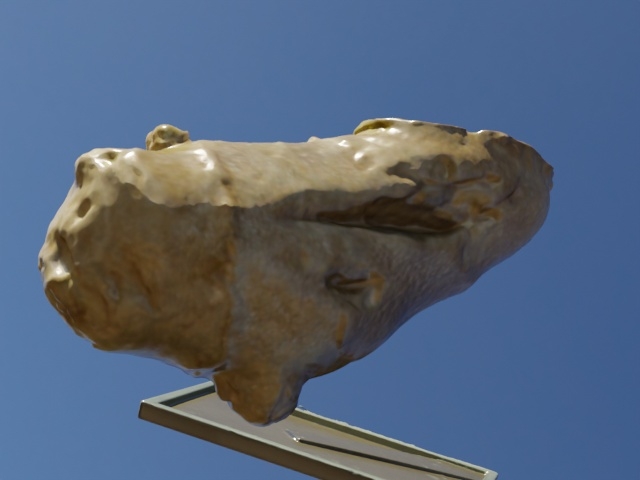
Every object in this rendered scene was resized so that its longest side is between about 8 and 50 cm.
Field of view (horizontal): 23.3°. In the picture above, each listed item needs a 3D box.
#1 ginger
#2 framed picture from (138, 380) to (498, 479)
[{"bbox_3d":[0.000,0.000,0.960,0.126,0.354,0.190,-33,-104,61],"label":"ginger"},{"bbox_3d":[0.005,0.154,1.161,0.250,0.184,0.016,17,-87,10],"label":"framed picture"}]
